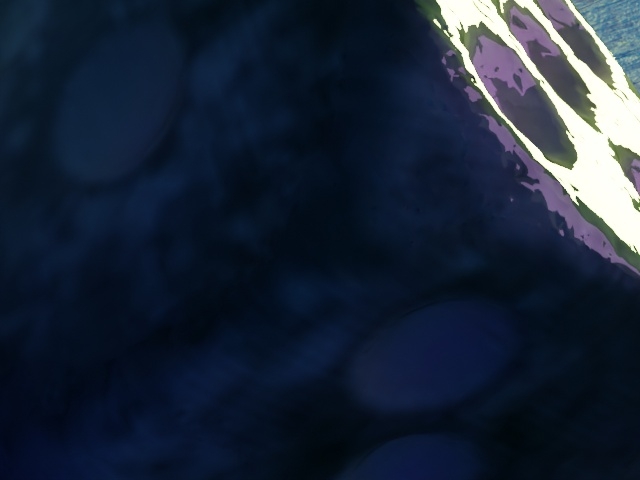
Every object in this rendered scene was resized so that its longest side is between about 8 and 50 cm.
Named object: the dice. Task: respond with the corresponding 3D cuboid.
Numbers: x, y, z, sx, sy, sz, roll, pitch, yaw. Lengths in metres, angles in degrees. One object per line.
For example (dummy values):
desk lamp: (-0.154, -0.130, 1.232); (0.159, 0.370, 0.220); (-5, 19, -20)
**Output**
dice: (0.000, 0.000, 0.941); (0.348, 0.328, 0.330); (30, 32, -45)
